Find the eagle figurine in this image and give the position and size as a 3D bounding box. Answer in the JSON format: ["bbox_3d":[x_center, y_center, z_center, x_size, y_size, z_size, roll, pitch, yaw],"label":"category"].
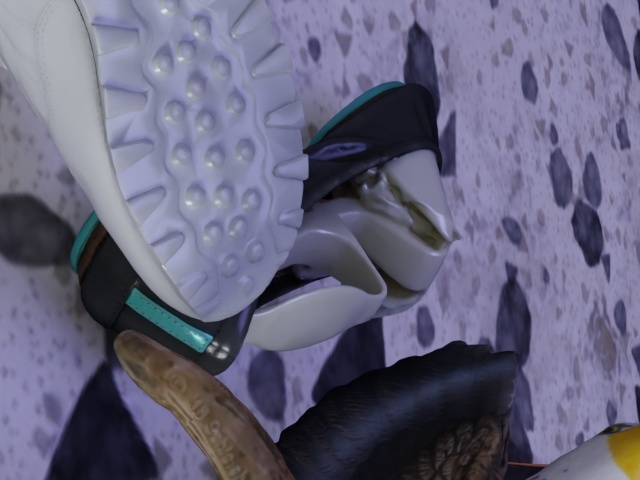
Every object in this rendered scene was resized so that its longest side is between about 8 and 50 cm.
[{"bbox_3d":[0.062,0.137,0.591,0.298,0.225,0.226,27,52,-73],"label":"eagle figurine"}]

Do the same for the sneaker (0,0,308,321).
[{"bbox_3d":[-0.084,-0.079,0.573,0.090,0.094,0.235,-33,107,-40],"label":"sneaker"}]

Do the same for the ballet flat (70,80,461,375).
[{"bbox_3d":[0.000,0.000,0.718,0.280,0.096,0.095,-29,153,-53],"label":"ballet flat"}]

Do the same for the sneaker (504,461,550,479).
[{"bbox_3d":[0.089,0.210,0.730,0.125,0.180,0.321,63,32,-29],"label":"sneaker"}]
